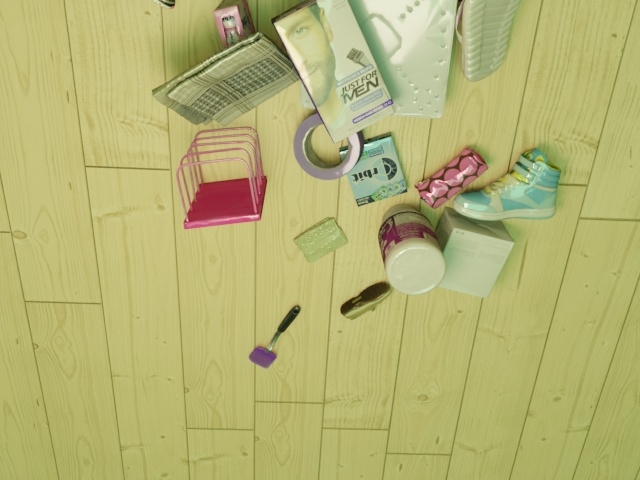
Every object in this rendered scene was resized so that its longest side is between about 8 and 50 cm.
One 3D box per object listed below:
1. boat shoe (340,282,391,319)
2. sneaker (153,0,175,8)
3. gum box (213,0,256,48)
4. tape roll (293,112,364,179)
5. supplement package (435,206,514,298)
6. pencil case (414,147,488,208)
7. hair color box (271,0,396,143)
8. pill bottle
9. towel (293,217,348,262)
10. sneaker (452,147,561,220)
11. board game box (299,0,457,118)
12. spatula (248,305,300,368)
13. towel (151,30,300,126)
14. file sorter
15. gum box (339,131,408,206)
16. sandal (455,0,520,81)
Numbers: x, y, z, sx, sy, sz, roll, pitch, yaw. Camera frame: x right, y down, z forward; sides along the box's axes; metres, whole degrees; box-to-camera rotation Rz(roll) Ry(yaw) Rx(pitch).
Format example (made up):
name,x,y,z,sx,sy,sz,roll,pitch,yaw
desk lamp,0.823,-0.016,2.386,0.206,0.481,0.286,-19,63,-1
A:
name,x,y,z,sx,sy,sz,roll,pitch,yaw
boat shoe,0.158,0.201,2.144,0.190,0.068,0.072,-29,128,24
sneaker,-0.419,-0.664,1.654,0.075,0.063,0.170,-33,109,22
gum box,-0.213,-0.542,1.653,0.062,0.188,0.107,-11,118,7
tape roll,0.024,-0.267,1.841,0.189,0.080,0.189,4,108,13
supplement package,0.444,0.036,2.005,0.194,0.149,0.203,14,117,-9
pencil case,0.380,-0.184,1.922,0.209,0.095,0.098,-38,97,15
hair color box,0.036,-0.438,1.653,0.185,0.110,0.339,-27,114,5
pill bottle,0.254,0.013,1.901,0.169,0.301,0.169,-1,118,-1
towel,0.000,0.000,2.045,0.148,0.027,0.110,-29,114,13
sneaker,0.546,-0.171,1.913,0.319,0.127,0.208,-2,121,-11
board game box,0.142,-0.520,1.700,0.390,0.050,0.390,6,124,8
spatula,-0.148,0.324,2.215,0.084,0.030,0.296,28,115,-13
towel,-0.227,-0.394,1.691,0.324,0.312,0.056,-25,81,13
file sorter,-0.265,-0.181,1.794,0.202,0.291,0.182,-6,116,2
gum box,0.156,-0.206,1.929,0.157,0.041,0.184,-17,117,9
sandal,0.399,-0.564,1.637,0.169,0.102,0.416,-26,151,-14
